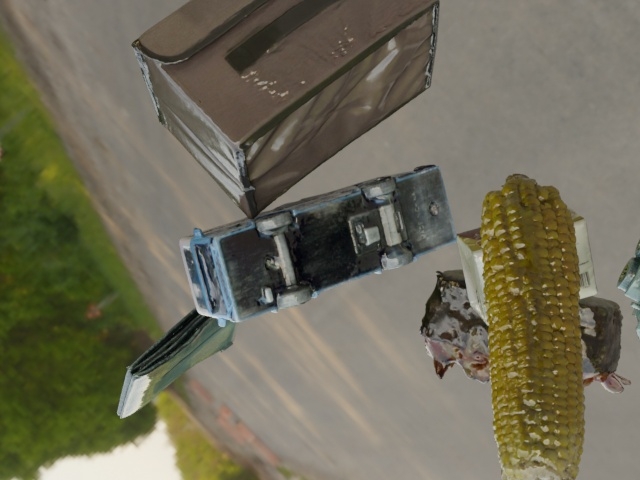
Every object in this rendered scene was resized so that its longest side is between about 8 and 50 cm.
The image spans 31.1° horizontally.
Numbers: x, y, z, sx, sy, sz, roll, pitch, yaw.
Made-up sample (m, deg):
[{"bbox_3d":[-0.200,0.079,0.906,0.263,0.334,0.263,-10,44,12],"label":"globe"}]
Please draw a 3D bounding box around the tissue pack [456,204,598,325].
[{"bbox_3d":[0.259,0.028,1.453,0.099,0.148,0.106,-118,13,-70],"label":"tissue pack"}]

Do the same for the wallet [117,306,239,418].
[{"bbox_3d":[-0.244,0.198,2.083,0.054,0.290,0.251,42,152,11],"label":"wallet"}]

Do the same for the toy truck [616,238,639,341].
[{"bbox_3d":[0.425,0.003,1.283,0.108,0.257,0.140,26,-174,5],"label":"toy truck"}]

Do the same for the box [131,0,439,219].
[{"bbox_3d":[-0.025,-0.170,1.112,0.153,0.252,0.188,50,169,16],"label":"box"}]

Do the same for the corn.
[{"bbox_3d":[0.195,0.077,1.055,0.097,0.320,0.097,2,149,1],"label":"corn"}]

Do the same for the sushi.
[{"bbox_3d":[0.341,0.152,1.871,0.343,0.182,0.196,13,-169,25],"label":"sushi"}]

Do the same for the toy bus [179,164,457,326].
[{"bbox_3d":[0.000,0.000,1.244,0.131,0.297,0.106,-3,103,58],"label":"toy bus"}]
